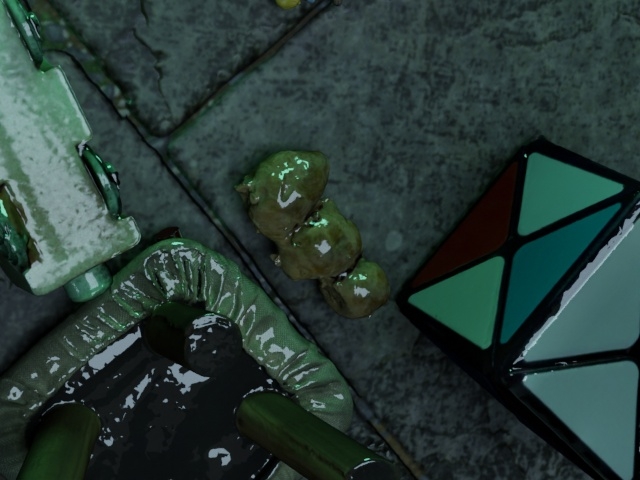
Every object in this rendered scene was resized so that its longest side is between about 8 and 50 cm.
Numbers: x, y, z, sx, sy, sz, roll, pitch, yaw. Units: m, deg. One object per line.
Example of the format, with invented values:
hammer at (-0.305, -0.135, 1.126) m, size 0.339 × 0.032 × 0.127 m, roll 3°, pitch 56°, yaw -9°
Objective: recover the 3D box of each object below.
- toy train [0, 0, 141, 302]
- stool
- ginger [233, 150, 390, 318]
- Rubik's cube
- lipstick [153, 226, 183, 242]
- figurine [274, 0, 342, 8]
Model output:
toy train at (-0.277, -0.096, 1.368) m, size 0.129 × 0.159 × 0.326 m, roll -30°, pitch 109°, yaw -17°
stool at (-0.124, 0.203, 1.457) m, size 0.310 × 0.226 × 0.310 m, roll -44°, pitch 116°, yaw 1°
ginger at (0.000, 0.000, 1.553) m, size 0.104 × 0.080 × 0.204 m, roll -39°, pitch 113°, yaw -17°
Rubik's cube at (0.271, 0.078, 1.598) m, size 0.246 × 0.248 × 0.250 m, roll 43°, pitch 85°, yaw -27°
lipstick at (-0.123, 0.068, 1.547) m, size 0.027 × 0.027 × 0.176 m, roll -26°, pitch 113°, yaw -16°
figurine at (-0.015, -0.249, 1.507) m, size 0.083 × 0.047 × 0.050 m, roll -5°, pitch 115°, yaw -18°
